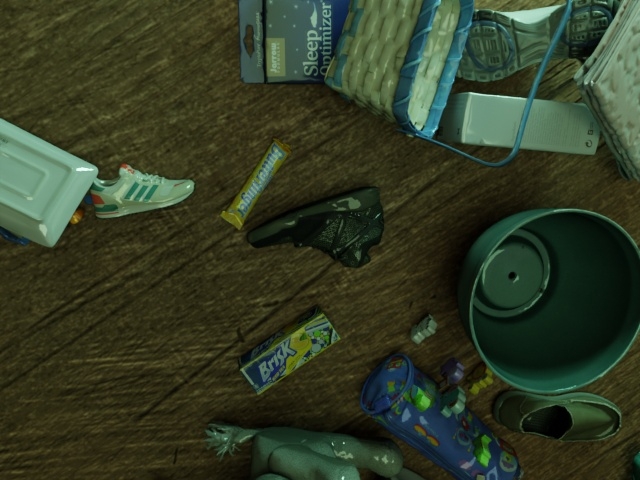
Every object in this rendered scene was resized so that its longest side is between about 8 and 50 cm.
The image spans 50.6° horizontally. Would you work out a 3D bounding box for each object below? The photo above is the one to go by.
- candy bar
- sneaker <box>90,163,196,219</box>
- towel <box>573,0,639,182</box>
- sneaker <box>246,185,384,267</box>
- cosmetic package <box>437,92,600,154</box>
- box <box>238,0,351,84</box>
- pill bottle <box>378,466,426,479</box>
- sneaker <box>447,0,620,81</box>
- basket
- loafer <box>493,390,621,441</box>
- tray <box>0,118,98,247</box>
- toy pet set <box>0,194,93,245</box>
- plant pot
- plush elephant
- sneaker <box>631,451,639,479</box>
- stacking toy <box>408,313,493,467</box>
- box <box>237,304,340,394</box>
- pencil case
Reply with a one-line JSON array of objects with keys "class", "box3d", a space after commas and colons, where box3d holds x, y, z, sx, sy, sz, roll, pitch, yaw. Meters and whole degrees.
[{"class": "candy bar", "box3d": [-0.102, -0.094, 1.096, 0.040, 0.018, 0.161, 34, 95, -15]}, {"class": "sneaker", "box3d": [-0.277, -0.085, 1.047, 0.161, 0.057, 0.075, -13, 109, -4]}, {"class": "towel", "box3d": [0.528, -0.288, 1.056, 0.332, 0.053, 0.317, 34, 86, -47]}, {"class": "sneaker", "box3d": [0.000, 0.000, 1.097, 0.228, 0.087, 0.130, -16, 97, -12]}, {"class": "cosmetic package", "box3d": [0.320, -0.190, 1.100, 0.231, 0.117, 0.085, 4, 100, -12]}, {"class": "box", "box3d": [-0.014, -0.313, 1.058, 0.225, 0.036, 0.136, -2, 102, -8]}, {"class": "pill bottle", "box3d": [0.112, 0.538, 1.205, 0.130, 0.130, 0.245, 30, 95, -14]}, {"class": "sneaker", "box3d": [0.317, -0.318, 1.081, 0.297, 0.129, 0.111, -3, 105, 10]}, {"class": "basket", "box3d": [0.174, -0.263, 0.953, 0.289, 0.201, 0.254, 24, 97, 25]}, {"class": "loafer", "box3d": [0.446, 0.335, 1.243, 0.251, 0.087, 0.094, 4, 101, -11]}, {"class": "tray", "box3d": [-0.478, -0.111, 0.977, 0.270, 0.030, 0.145, 27, 69, -7]}, {"class": "toy pet set", "box3d": [-0.436, -0.049, 1.038, 0.122, 0.065, 0.114, 37, 58, -18]}, {"class": "plant pot", "box3d": [0.349, 0.077, 1.118, 0.293, 0.196, 0.293, -2, 102, -9]}, {"class": "plush elephant", "box3d": [-0.056, 0.448, 1.096, 0.330, 0.272, 0.255, 5, 87, 18]}, {"class": "sneaker", "box3d": [0.650, 0.550, 1.313, 0.121, 0.108, 0.302, -26, 106, -8]}, {"class": "stacking toy", "box3d": [0.223, 0.243, 1.128, 0.167, 0.221, 0.052, 41, 118, -14]}, {"class": "box", "box3d": [-0.055, 0.183, 1.142, 0.169, 0.054, 0.059, -34, 105, -2]}, {"class": "pencil case", "box3d": [0.210, 0.334, 1.181, 0.306, 0.133, 0.119, 41, 119, -14]}]
